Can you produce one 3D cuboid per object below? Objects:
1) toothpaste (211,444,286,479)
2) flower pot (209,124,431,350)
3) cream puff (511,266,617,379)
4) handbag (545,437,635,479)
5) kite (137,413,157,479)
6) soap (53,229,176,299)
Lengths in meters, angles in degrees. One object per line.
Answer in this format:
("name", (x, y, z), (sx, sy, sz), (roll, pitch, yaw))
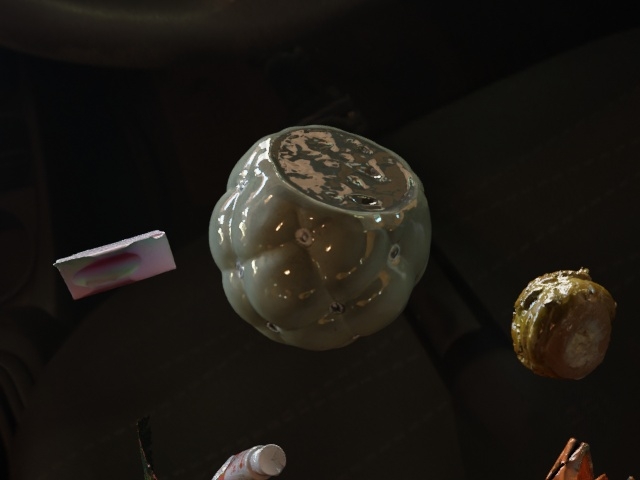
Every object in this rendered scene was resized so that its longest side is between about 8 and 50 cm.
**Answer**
("toothpaste", (-0.133, 0.397, 1.727), (0.057, 0.234, 0.089), (46, 57, -6))
("flower pot", (0.000, 0.000, 1.087), (0.246, 0.195, 0.246), (12, 34, -8))
("cream puff", (0.292, 0.101, 1.220), (0.126, 0.143, 0.103), (-15, 28, -20))
("handbag", (0.236, 0.470, 1.252), (0.410, 0.303, 0.116), (-39, 48, -14))
("kite", (-0.071, 0.265, 0.532), (0.016, 0.234, 0.321), (-6, 55, -14))
("soap", (-0.269, 0.033, 1.297), (0.149, 0.100, 0.056), (-17, 95, -15))
